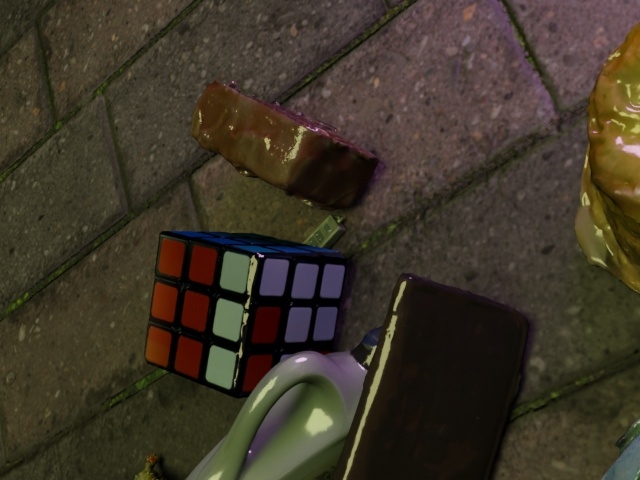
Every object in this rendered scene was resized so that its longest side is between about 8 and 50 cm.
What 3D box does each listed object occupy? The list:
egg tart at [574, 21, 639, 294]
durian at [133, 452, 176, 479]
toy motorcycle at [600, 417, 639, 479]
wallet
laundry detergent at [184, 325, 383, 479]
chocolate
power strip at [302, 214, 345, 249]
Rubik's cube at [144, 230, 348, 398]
[{"bbox_3d":[0.327,-0.091,0.687,0.341,0.129,0.341,-20,66,52],"label":"egg tart"},{"bbox_3d":[-0.214,0.363,1.063,0.146,0.102,0.208,-33,40,19],"label":"durian"},{"bbox_3d":[0.307,0.212,0.643,0.260,0.206,0.154,-53,14,15],"label":"toy motorcycle"},{"bbox_3d":[0.097,0.196,0.823,0.042,0.165,0.310,15,88,66],"label":"wallet"},{"bbox_3d":[-0.008,0.195,0.863,0.281,0.215,0.105,-55,47,10],"label":"laundry detergent"},{"bbox_3d":[-0.044,-0.110,1.014,0.214,0.148,0.093,35,106,40],"label":"chocolate"},{"bbox_3d":[0.000,0.000,1.033,0.083,0.017,0.027,-48,56,20],"label":"power strip"},{"bbox_3d":[-0.086,0.077,0.975,0.160,0.162,0.163,11,93,39],"label":"Rubik's cube"}]
